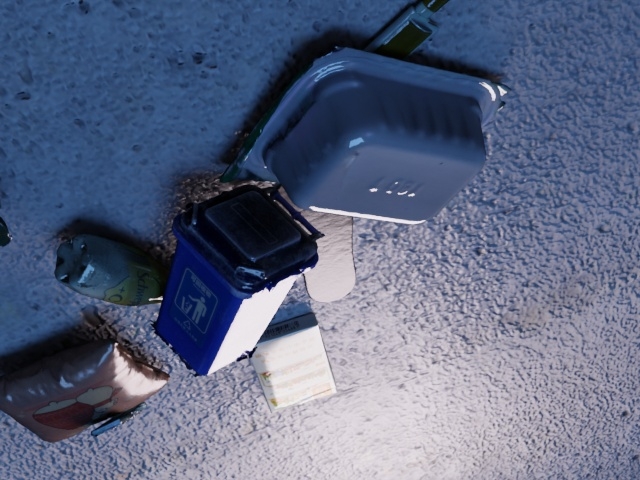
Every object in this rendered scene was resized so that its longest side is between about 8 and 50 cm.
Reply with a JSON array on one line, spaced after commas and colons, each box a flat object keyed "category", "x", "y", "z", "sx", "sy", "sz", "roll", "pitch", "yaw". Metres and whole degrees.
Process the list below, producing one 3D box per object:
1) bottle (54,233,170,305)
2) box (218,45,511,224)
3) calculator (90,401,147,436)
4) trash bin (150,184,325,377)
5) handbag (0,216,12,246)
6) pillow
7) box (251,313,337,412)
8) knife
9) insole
[{"category": "bottle", "x": -0.251, "y": 0.053, "z": 1.877, "sx": 0.083, "sy": 0.083, "sz": 0.269, "roll": -38, "pitch": 149, "yaw": 24}, {"category": "box", "x": 0.077, "y": -0.110, "z": 1.766, "sx": 0.336, "sy": 0.106, "sz": 0.264, "roll": 7, "pitch": 141, "yaw": -36}, {"category": "calculator", "x": -0.315, "y": 0.281, "z": 2.120, "sx": 0.057, "sy": 0.018, "sz": 0.172, "roll": -28, "pitch": 178, "yaw": 5}, {"category": "trash bin", "x": -0.118, "y": 0.055, "z": 1.832, "sx": 0.184, "sy": 0.162, "sz": 0.235, "roll": -24, "pitch": 150, "yaw": -44}, {"category": "handbag", "x": -0.543, "y": -0.030, "z": 1.635, "sx": 0.247, "sy": 0.079, "sz": 0.260, "roll": -30, "pitch": 140, "yaw": 11}, {"category": "pillow", "x": -0.367, "y": 0.223, "z": 2.037, "sx": 0.236, "sy": 0.084, "sz": 0.223, "roll": -24, "pitch": 152, "yaw": 5}, {"category": "box", "x": -0.046, "y": 0.203, "z": 2.206, "sx": 0.122, "sy": 0.032, "sz": 0.220, "roll": -18, "pitch": 143, "yaw": -3}, {"category": "knife", "x": 0.121, "y": -0.264, "z": 1.675, "sx": 0.343, "sy": 0.027, "sz": 0.061, "roll": -39, "pitch": 144, "yaw": 26}, {"category": "insole", "x": 0.000, "y": 0.000, "z": 1.982, "sx": 0.111, "sy": 0.007, "sz": 0.328, "roll": -17, "pitch": 144, "yaw": -1}]
